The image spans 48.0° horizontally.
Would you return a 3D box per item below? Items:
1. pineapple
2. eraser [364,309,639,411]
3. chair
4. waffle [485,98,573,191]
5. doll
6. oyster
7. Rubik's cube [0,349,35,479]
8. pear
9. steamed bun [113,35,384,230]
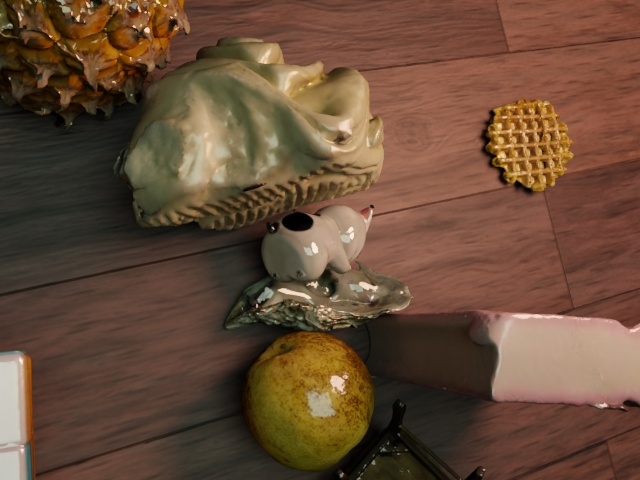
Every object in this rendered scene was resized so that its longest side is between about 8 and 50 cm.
[{"bbox_3d":[-0.336,-0.339,0.934,0.352,0.300,0.352,6,75,-21],"label":"pineapple"},{"bbox_3d":[0.257,0.167,1.060,0.272,0.359,0.122,9,81,-20],"label":"eraser"},{"bbox_3d":[0.125,0.389,1.072,0.186,0.319,0.160,36,65,21],"label":"chair"},{"bbox_3d":[0.388,-0.179,1.331,0.191,0.038,0.191,3,82,-22],"label":"waffle"},{"bbox_3d":[-0.004,0.004,1.086,0.181,0.110,0.106,-13,94,-46],"label":"doll"},{"bbox_3d":[0.008,0.092,1.099,0.199,0.087,0.252,32,45,29],"label":"oyster"},{"bbox_3d":[-0.468,0.277,0.793,0.290,0.292,0.291,-2,83,-21],"label":"Rubik's cube"},{"bbox_3d":[-0.025,0.224,1.034,0.197,0.197,0.197,3,82,-21],"label":"pear"},{"bbox_3d":[-0.095,-0.159,0.978,0.394,0.347,0.237,-12,81,-41],"label":"steamed bun"}]
